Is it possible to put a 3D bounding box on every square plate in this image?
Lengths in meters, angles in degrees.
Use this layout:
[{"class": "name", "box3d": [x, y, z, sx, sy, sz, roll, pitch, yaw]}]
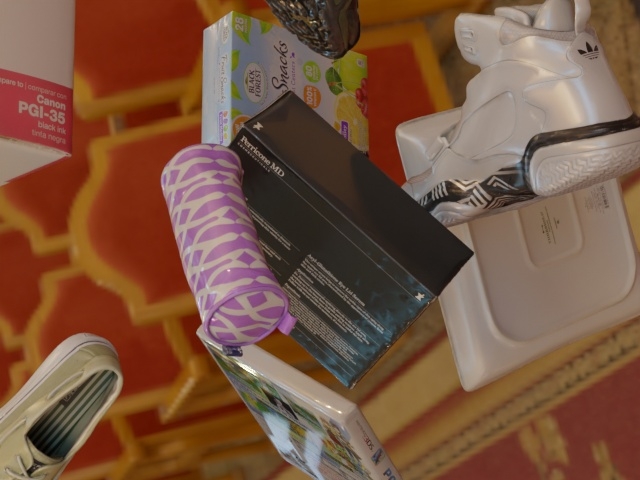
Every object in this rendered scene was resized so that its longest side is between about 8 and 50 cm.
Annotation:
[{"class": "square plate", "box3d": [0.280, -0.023, 1.800, 0.049, 0.344, 0.347, -4, 102, 58]}]

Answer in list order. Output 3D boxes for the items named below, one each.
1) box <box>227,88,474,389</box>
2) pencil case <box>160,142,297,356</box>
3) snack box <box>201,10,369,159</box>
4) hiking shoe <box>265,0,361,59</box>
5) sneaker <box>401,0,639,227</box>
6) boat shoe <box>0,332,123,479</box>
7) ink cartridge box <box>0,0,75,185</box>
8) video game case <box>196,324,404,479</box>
[{"class": "box", "box3d": [0.000, 0.000, 1.473, 0.261, 0.103, 0.184, 42, 135, 4]}, {"class": "pencil case", "box3d": [-0.086, 0.002, 1.295, 0.086, 0.088, 0.206, -61, 38, 41]}, {"class": "snack box", "box3d": [-0.040, -0.160, 1.679, 0.070, 0.207, 0.174, -24, 61, 50]}, {"class": "hiking shoe", "box3d": [0.013, -0.222, 0.913, 0.086, 0.114, 0.227, 38, 153, 36]}, {"class": "sneaker", "box3d": [0.194, -0.138, 1.541, 0.366, 0.137, 0.210, -19, 85, 53]}, {"class": "boat shoe", "box3d": [-0.345, 0.242, 1.656, 0.302, 0.109, 0.094, -54, 25, 0]}, {"class": "ink cartridge box", "box3d": [-0.330, -0.201, 1.319, 0.207, 0.117, 0.283, -15, 69, 46]}, {"class": "video game case", "box3d": [-0.006, 0.265, 1.922, 0.329, 0.036, 0.300, 26, 154, 47]}]
